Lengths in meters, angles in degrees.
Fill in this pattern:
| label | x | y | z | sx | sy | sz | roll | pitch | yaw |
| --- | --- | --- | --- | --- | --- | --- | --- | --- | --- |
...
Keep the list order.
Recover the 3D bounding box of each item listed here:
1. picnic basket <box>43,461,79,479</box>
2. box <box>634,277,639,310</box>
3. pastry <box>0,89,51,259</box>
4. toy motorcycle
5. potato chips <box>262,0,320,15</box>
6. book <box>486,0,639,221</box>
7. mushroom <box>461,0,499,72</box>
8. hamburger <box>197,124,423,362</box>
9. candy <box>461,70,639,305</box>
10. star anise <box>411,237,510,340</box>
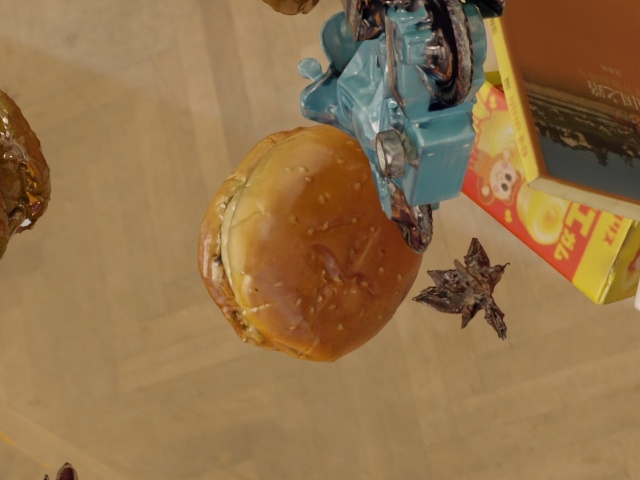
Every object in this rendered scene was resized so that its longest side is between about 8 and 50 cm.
| label | x | y | z | sx | sy | sz | roll | pitch | yaw |
| --- | --- | --- | --- | --- | --- | --- | --- | --- | --- |
| picnic basket | -0.106 | 0.269 | 0.658 | 0.129 | 0.297 | 0.222 | 8 | 55 | -7 |
| box | 0.222 | 0.001 | 0.383 | 0.149 | 0.233 | 0.067 | 24 | 110 | 35 |
| pastry | -0.175 | -0.029 | 0.537 | 0.097 | 0.109 | 0.057 | 40 | 44 | -8 |
| toy motorcycle | 0.057 | -0.120 | 0.797 | 0.123 | 0.272 | 0.182 | -12 | 62 | -10 |
| potato chips | -0.022 | -0.286 | 0.947 | 0.062 | 0.195 | 0.208 | -2 | 97 | 24 |
| book | 0.279 | -0.173 | 1.181 | 0.028 | 0.262 | 0.374 | -47 | 38 | 44 |
| mushroom | 0.224 | -0.278 | 1.488 | 0.246 | 0.246 | 0.202 | -50 | 20 | -4 |
| hamburger | 0.000 | 0.000 | 1.553 | 0.170 | 0.290 | 0.314 | 13 | 62 | 52 |
| candy | 0.262 | -0.067 | 1.321 | 0.276 | 0.088 | 0.146 | 43 | 131 | 39 |
| star anise | 0.230 | 0.082 | 1.939 | 0.157 | 0.053 | 0.212 | -2 | 49 | 11 |
